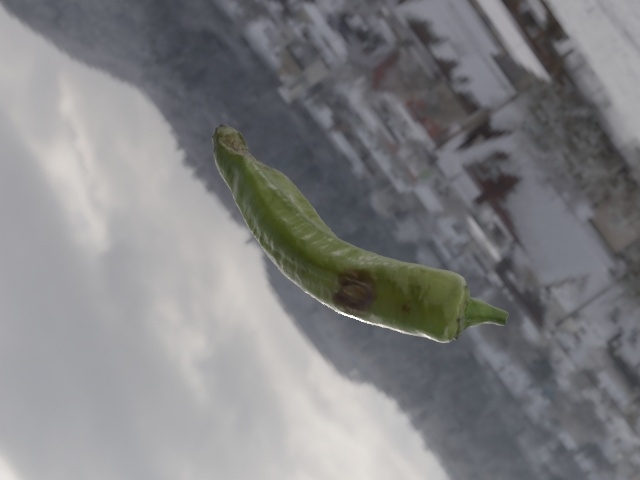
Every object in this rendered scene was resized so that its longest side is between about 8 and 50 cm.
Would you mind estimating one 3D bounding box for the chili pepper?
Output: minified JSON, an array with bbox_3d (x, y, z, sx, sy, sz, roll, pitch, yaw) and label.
[{"bbox_3d":[-0.001,0.001,0.711,0.208,0.049,0.043,34,-174,31],"label":"chili pepper"}]
